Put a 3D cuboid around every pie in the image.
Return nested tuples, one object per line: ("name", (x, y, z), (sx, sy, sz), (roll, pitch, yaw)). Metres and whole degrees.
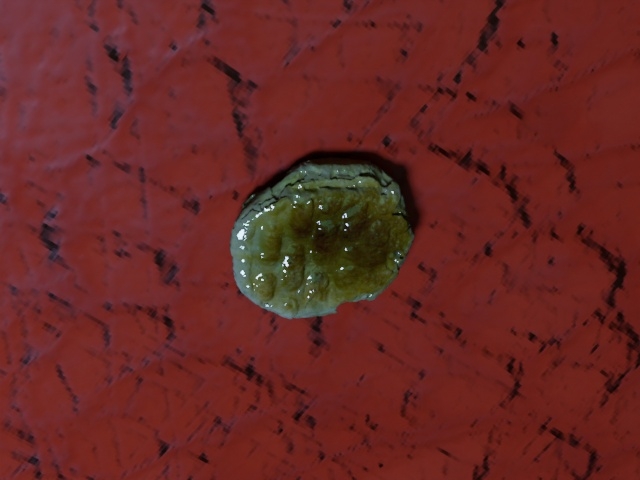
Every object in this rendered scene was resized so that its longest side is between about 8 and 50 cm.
("pie", (0.000, 0.000, 0.748), (0.084, 0.020, 0.084), (-7, 123, -11))
